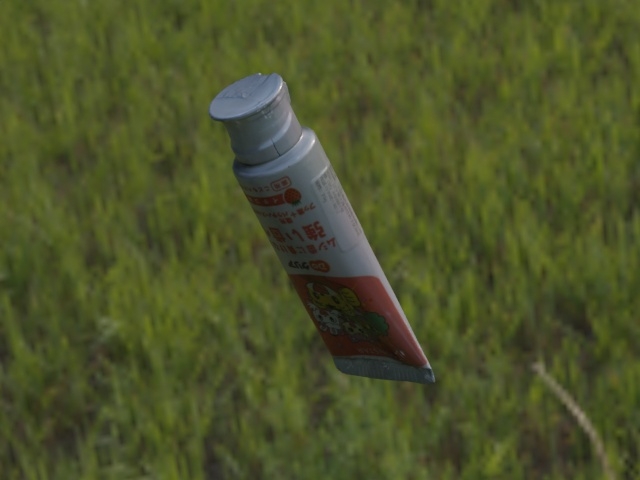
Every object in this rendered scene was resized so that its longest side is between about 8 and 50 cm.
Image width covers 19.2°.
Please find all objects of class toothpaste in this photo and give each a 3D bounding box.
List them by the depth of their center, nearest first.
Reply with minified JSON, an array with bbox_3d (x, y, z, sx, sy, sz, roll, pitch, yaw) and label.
[{"bbox_3d":[0.000,0.000,1.229,0.089,0.234,0.057,4,42,43],"label":"toothpaste"}]
